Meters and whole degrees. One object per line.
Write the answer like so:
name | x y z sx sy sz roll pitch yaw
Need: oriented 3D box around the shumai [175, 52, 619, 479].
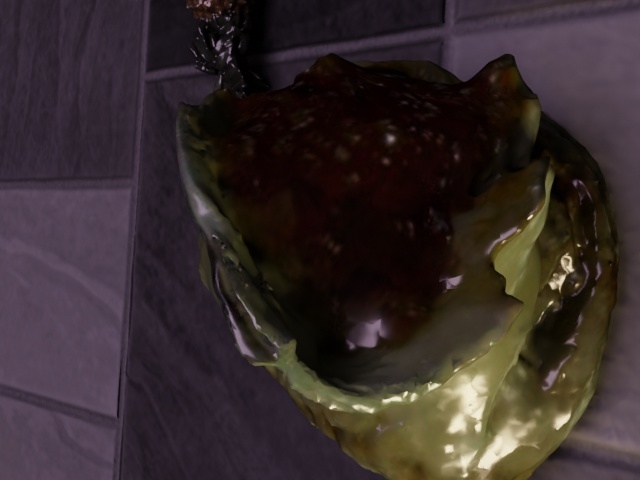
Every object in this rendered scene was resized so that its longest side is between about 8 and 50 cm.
shumai | 0.000 0.000 0.575 0.330 0.288 0.292 35 112 38

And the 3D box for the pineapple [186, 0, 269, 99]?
pineapple | -0.084 -0.187 0.827 0.074 0.074 0.159 -12 85 43
